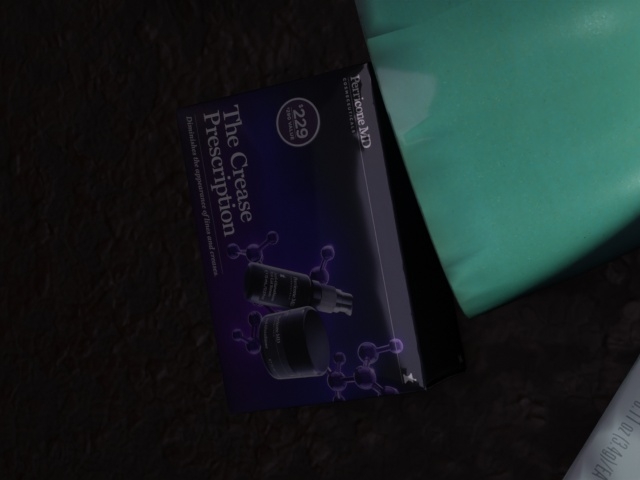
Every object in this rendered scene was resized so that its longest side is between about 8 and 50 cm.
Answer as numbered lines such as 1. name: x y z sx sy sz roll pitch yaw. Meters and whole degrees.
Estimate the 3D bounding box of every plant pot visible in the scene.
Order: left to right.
1. plant pot: 0.171 -0.117 0.869 0.235 0.293 0.293 -17 87 10

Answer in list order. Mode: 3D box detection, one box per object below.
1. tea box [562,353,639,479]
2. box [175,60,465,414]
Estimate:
1. tea box: 0.348 0.172 0.832 0.324 0.220 0.329 31 106 20
2. box: 0.000 0.000 1.053 0.184 0.103 0.261 -11 89 23
